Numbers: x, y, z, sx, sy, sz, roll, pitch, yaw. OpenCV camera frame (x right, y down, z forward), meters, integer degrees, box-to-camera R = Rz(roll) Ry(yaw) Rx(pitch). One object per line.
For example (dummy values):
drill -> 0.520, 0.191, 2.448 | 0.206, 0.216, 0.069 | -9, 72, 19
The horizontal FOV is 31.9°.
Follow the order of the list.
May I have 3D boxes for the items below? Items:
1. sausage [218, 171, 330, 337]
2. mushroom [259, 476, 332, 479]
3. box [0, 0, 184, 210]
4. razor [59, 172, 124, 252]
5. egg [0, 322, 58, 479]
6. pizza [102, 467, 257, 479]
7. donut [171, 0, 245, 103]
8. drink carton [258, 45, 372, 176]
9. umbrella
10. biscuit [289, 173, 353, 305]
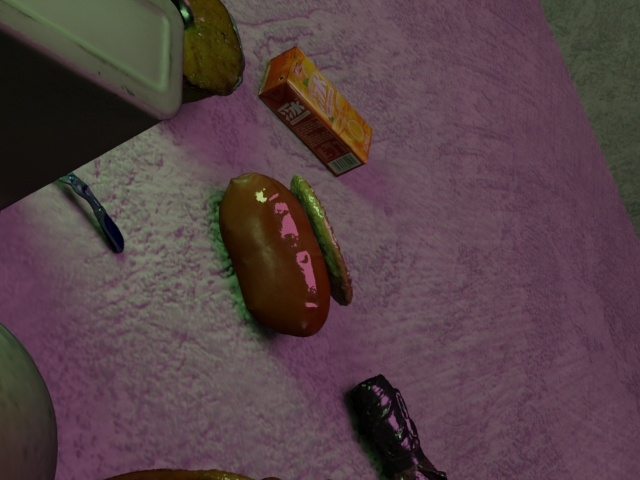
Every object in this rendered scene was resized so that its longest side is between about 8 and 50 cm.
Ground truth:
sausage -> -0.063, 0.021, 1.649 | 0.133, 0.133, 0.258 | -10, 77, -57
mushroom -> -0.042, 0.360, 1.522 | 0.130, 0.072, 0.088 | -13, 65, -24
box -> -0.372, -0.182, 1.118 | 0.352, 0.344, 0.177 | 29, 52, -46
razor -> -0.297, -0.044, 1.437 | 0.154, 0.028, 0.044 | 53, 35, -22
egg -> -0.395, 0.182, 0.876 | 0.428, 0.345, 0.344 | -5, 75, -69
pizza -> -0.149, 0.347, 1.276 | 0.080, 0.204, 0.188 | -33, 106, -68
donut -> -0.229, -0.315, 1.634 | 0.272, 0.107, 0.272 | 40, 37, -39
drink carton -> -0.005, -0.220, 1.925 | 0.223, 0.071, 0.096 | 43, 40, -32
umbrella -> 0.141, 0.367, 1.782 | 0.326, 0.094, 0.090 | 65, -12, -3
biscuit -> -0.001, 0.000, 1.731 | 0.220, 0.033, 0.219 | 158, -90, -81
